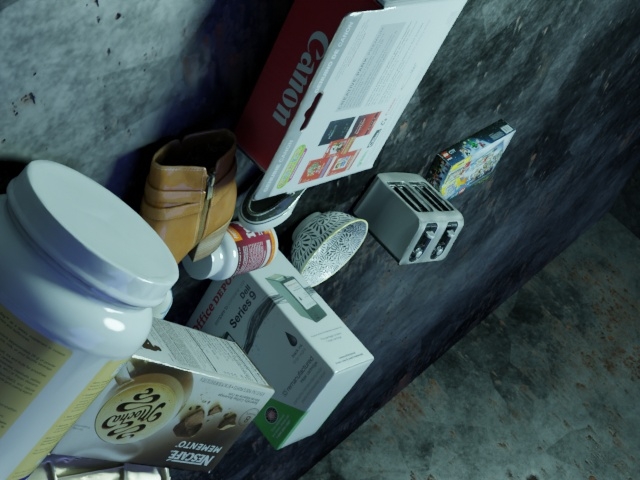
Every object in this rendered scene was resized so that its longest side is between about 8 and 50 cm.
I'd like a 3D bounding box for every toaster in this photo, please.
[{"bbox_3d":[0.170,-0.047,1.894,0.168,0.186,0.110,-3,133,-51],"label":"toaster"}]

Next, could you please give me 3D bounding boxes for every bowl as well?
[{"bbox_3d":[0.000,0.000,1.772,0.170,0.080,0.170,-39,160,-17],"label":"bowl"}]

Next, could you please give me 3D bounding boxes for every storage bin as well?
[{"bbox_3d":[-0.395,0.371,1.410,0.260,0.123,0.262,1,167,-45],"label":"storage bin"}]

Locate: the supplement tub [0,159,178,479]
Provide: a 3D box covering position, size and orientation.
[{"bbox_3d":[-0.340,0.100,1.070,0.331,0.241,0.241,-48,160,10],"label":"supplement tub"}]

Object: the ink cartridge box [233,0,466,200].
[{"bbox_3d":[0.015,-0.225,1.280,0.271,0.130,0.309,-22,149,-48],"label":"ink cartridge box"}]

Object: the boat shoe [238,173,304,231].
[{"bbox_3d":[-0.048,-0.106,1.486,0.219,0.077,0.070,-47,162,-18],"label":"boat shoe"}]

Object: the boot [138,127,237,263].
[{"bbox_3d":[-0.218,-0.018,1.270,0.283,0.109,0.220,-30,155,-32],"label":"boot"}]

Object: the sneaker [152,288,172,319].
[{"bbox_3d":[-0.283,0.136,1.428,0.085,0.086,0.237,14,138,-26],"label":"sneaker"}]

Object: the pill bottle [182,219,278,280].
[{"bbox_3d":[-0.144,0.015,1.512,0.152,0.086,0.086,-17,147,-53],"label":"pill bottle"}]

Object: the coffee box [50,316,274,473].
[{"bbox_3d":[-0.227,0.205,1.298,0.168,0.119,0.297,-52,141,10],"label":"coffee box"}]

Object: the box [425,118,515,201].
[{"bbox_3d":[0.320,-0.164,2.124,0.233,0.044,0.159,-29,155,-36],"label":"box"}]

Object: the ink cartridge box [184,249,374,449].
[{"bbox_3d":[-0.082,0.180,1.666,0.121,0.289,0.211,-11,142,-52],"label":"ink cartridge box"}]
